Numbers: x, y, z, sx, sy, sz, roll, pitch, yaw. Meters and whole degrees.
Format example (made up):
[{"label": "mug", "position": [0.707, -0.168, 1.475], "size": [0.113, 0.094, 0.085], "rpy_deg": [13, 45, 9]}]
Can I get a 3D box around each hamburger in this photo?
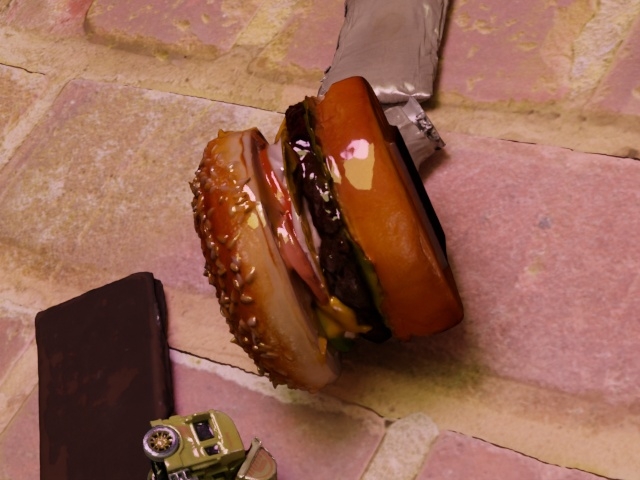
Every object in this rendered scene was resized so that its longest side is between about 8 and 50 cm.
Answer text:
[{"label": "hamburger", "position": [0.000, 0.000, 1.380], "size": [0.225, 0.291, 0.291], "rpy_deg": [-20, 46, 6]}]

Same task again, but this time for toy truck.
[{"label": "toy truck", "position": [-0.090, 0.247, 1.335], "size": [0.116, 0.085, 0.191], "rpy_deg": [-15, 52, -14]}]

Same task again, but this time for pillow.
[{"label": "pillow", "position": [0.079, -0.237, 1.693], "size": [0.148, 0.050, 0.230], "rpy_deg": [-3, 52, 20]}]

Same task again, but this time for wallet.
[{"label": "wallet", "position": [-0.231, 0.172, 1.524], "size": [0.165, 0.042, 0.310], "rpy_deg": [-23, 46, 12]}]

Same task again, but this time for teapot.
[{"label": "teapot", "position": [0.034, -0.081, 1.570], "size": [0.200, 0.077, 0.107], "rpy_deg": [-33, 25, 1]}]

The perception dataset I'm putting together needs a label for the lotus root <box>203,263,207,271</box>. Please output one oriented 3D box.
[{"label": "lotus root", "position": [-0.092, 0.029, 1.562], "size": [0.099, 0.049, 0.054], "rpy_deg": [5, 58, 40]}]
